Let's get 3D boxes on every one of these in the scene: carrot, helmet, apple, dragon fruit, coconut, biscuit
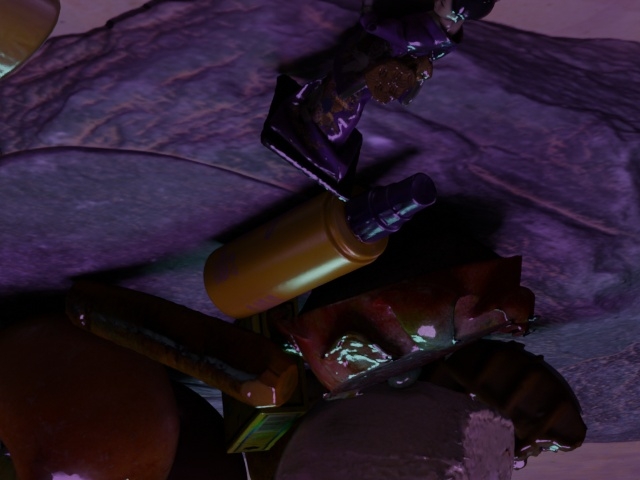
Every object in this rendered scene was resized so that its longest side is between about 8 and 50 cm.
[{"bbox_3d":[-0.145,0.101,1.214,0.260,0.070,0.070,18,168,21],"label":"carrot"},{"bbox_3d":[-0.231,0.294,1.564,0.385,0.230,0.337,14,178,35],"label":"helmet"},{"bbox_3d":[-0.286,0.204,1.313,0.253,0.254,0.253,-5,160,-2],"label":"apple"},{"bbox_3d":[0.088,0.074,1.203,0.268,0.130,0.295,-18,167,-18],"label":"dragon fruit"},{"bbox_3d":[0.080,0.303,1.387,0.254,0.297,0.297,6,167,29],"label":"coconut"},{"bbox_3d":[0.154,0.273,1.578,0.366,0.268,0.115,-49,169,2],"label":"biscuit"}]

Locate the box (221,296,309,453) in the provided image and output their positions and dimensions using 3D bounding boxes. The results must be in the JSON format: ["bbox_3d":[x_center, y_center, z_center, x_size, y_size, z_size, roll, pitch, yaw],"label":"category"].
[{"bbox_3d":[-0.073,0.166,1.440,0.064,0.141,0.220,-1,158,-18],"label":"box"}]

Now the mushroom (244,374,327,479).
[{"bbox_3d":[-0.008,0.325,1.771,0.283,0.195,0.263,-1,132,54],"label":"mushroom"}]

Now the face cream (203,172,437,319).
[{"bbox_3d":[0.000,0.000,1.104,0.078,0.078,0.273,12,153,-40],"label":"face cream"}]

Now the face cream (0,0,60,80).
[{"bbox_3d":[-0.286,-0.154,0.629,0.139,0.067,0.285,-20,155,28],"label":"face cream"}]

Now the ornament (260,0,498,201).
[{"bbox_3d":[0.042,-0.126,0.805,0.081,0.088,0.203,28,135,-17],"label":"ornament"}]
